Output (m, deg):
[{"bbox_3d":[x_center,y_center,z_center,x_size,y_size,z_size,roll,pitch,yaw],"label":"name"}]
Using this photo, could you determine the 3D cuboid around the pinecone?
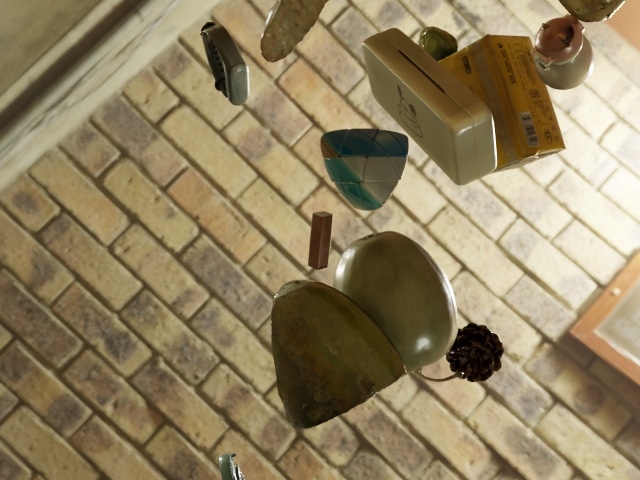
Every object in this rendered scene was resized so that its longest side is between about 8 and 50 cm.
[{"bbox_3d":[0.358,0.263,1.754,0.140,0.140,0.121,44,16,1],"label":"pinecone"}]

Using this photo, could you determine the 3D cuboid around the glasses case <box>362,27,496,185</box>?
[{"bbox_3d":[0.171,-0.224,1.235,0.313,0.070,0.131,56,-11,43],"label":"glasses case"}]

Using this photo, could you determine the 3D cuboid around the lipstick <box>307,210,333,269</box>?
[{"bbox_3d":[0.000,0.000,1.965,0.045,0.146,0.045,-10,23,-39],"label":"lipstick"}]

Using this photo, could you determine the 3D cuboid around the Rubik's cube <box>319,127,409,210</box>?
[{"bbox_3d":[0.092,-0.173,1.897,0.254,0.254,0.254,43,-7,6],"label":"Rubik's cube"}]

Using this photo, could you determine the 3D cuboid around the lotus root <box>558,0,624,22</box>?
[{"bbox_3d":[0.584,-0.613,1.696,0.284,0.160,0.146,35,24,-36],"label":"lotus root"}]

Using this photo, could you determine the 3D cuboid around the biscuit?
[{"bbox_3d":[0.045,-0.589,1.458,0.104,0.429,0.446,33,33,-13],"label":"biscuit"}]

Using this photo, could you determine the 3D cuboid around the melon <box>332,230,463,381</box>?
[{"bbox_3d":[0.149,0.135,1.556,0.272,0.271,0.308,58,23,-65],"label":"melon"}]

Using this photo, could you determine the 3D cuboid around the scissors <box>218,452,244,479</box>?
[{"bbox_3d":[-0.123,0.527,1.245,0.180,0.032,0.393,78,-4,-47],"label":"scissors"}]

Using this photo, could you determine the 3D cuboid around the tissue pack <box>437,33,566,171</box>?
[{"bbox_3d":[0.553,-0.409,2.308,0.228,0.293,0.382,-18,-92,45],"label":"tissue pack"}]

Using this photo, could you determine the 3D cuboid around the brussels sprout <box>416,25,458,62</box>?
[{"bbox_3d":[0.369,-0.599,2.399,0.155,0.117,0.155,17,-70,57],"label":"brussels sprout"}]

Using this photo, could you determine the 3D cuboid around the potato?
[{"bbox_3d":[-0.020,0.200,1.412,0.255,0.269,0.112,60,26,2],"label":"potato"}]

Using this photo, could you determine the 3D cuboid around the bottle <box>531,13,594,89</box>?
[{"bbox_3d":[0.614,-0.487,1.933,0.147,0.148,0.236,41,9,24],"label":"bottle"}]

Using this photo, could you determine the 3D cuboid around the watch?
[{"bbox_3d":[-0.252,-0.466,2.015,0.193,0.068,0.206,58,-16,28],"label":"watch"}]
